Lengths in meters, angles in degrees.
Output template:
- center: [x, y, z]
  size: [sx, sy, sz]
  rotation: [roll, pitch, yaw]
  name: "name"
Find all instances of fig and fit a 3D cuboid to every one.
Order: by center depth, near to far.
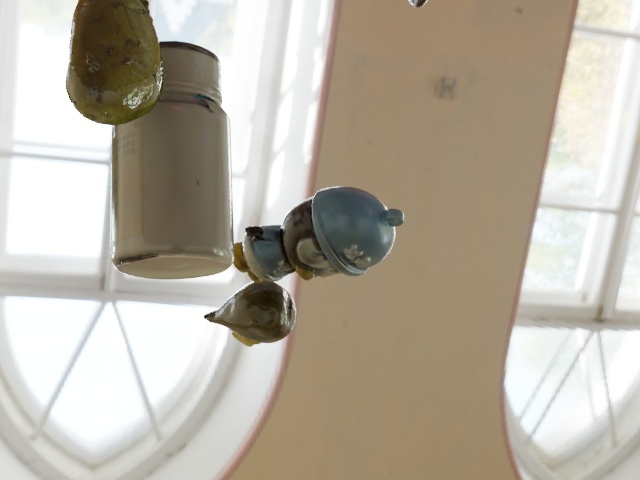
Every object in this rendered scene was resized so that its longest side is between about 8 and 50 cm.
- center: [-0.139, 0.127, 1.743]
  size: [0.184, 0.127, 0.133]
  rotation: [19, -161, 16]
  name: "fig"

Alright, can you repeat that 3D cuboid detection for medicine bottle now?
- center: [-0.174, -0.091, 1.055]
  size: [0.143, 0.258, 0.143]
  rotation: [-3, 167, -1]
  name: "medicine bottle"

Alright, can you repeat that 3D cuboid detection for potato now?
- center: [-0.221, -0.201, 0.955]
  size: [0.105, 0.188, 0.085]
  rotation: [15, 147, -42]
  name: "potato"

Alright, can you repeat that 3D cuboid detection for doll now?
- center: [0.000, 0.000, 1.521]
  size: [0.314, 0.141, 0.177]
  rotation: [-19, 142, 28]
  name: "doll"
- center: [-0.145, 0.201, 2.118]
  size: [0.135, 0.072, 0.113]
  rotation: [-3, -145, 20]
  name: "doll"

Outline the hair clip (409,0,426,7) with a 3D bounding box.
- center: [0.118, -0.383, 0.894]
  size: [0.069, 0.300, 0.173]
  rotation: [-15, -138, -14]
  name: "hair clip"
